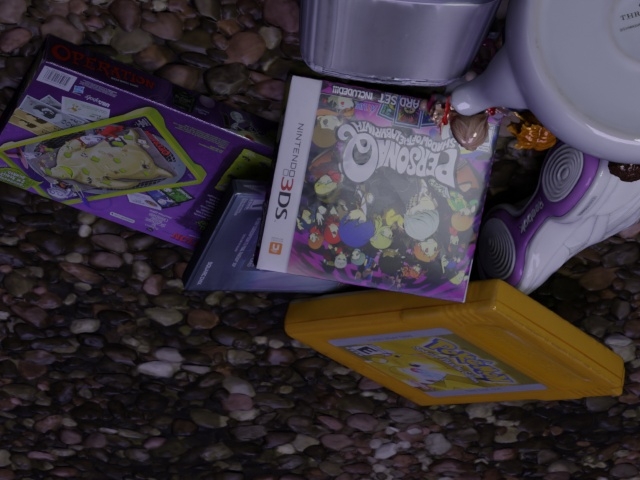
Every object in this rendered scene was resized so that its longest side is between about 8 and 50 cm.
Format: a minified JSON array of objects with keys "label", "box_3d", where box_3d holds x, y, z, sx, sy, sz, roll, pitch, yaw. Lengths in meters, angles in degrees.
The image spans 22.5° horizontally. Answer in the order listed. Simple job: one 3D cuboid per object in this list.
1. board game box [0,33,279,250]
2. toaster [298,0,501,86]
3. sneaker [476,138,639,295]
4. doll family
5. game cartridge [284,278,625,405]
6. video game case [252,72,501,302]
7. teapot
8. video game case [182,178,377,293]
[{"label":"board game box","box_3d":[-0.179,-0.088,1.770,0.347,0.056,0.208,21,134,-21]},{"label":"toaster","box_3d":[0.063,-0.232,1.513,0.227,0.129,0.146,4,143,-4]},{"label":"sneaker","box_3d":[0.281,-0.016,1.780,0.152,0.114,0.305,1,152,-26]},{"label":"doll family","box_3d":[0.236,-0.145,1.581,0.263,0.163,0.118,10,141,-9]},{"label":"game cartridge","box_3d":[0.164,0.129,1.915,0.324,0.052,0.285,-7,152,44]},{"label":"video game case","box_3d":[0.060,-0.055,1.702,0.232,0.042,0.210,10,98,-9]},{"label":"teapot","box_3d":[0.285,-0.185,1.445,0.256,0.252,0.187,25,-179,1]},{"label":"video game case","box_3d":[0.000,0.000,1.828,0.274,0.026,0.196,3,145,-22]}]
